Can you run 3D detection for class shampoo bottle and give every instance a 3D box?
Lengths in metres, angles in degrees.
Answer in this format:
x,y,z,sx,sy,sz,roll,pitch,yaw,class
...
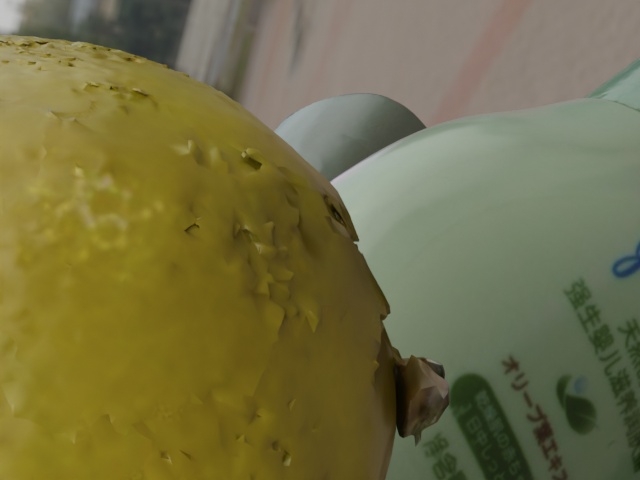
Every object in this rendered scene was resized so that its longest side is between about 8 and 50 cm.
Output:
x,y,z,sx,sy,sz,roll,pitch,yaw,class
0.115,0.026,0.841,0.151,0.349,0.222,16,136,57,shampoo bottle

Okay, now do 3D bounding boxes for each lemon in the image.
x,y,z,sx,sy,sz,roll,pitch,yaw,class
-0.077,0.035,0.450,0.173,0.206,0.173,18,-90,-81,lemon

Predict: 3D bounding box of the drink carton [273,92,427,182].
x,y,z,sx,sy,sz,roll,pitch,yaw,class
0.000,0.000,1.247,0.185,0.191,0.189,-17,21,38,drink carton
